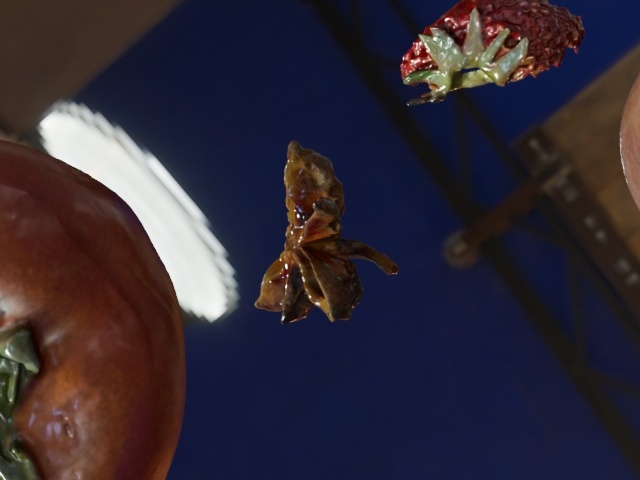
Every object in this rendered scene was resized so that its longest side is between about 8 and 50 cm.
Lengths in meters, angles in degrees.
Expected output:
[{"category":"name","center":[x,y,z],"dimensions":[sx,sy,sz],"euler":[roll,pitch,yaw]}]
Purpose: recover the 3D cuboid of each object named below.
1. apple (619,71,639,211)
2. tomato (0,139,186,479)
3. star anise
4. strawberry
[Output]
[{"category":"apple","center":[0.447,-0.125,1.990],"dimensions":[0.235,0.305,0.305],"euler":[57,-166,27]},{"category":"tomato","center":[-0.262,0.094,1.298],"dimensions":[0.341,0.341,0.273],"euler":[47,173,-16]},{"category":"star anise","center":[-0.006,0.002,2.045],"dimensions":[0.111,0.196,0.212],"euler":[-2,-110,-29]},{"category":"strawberry","center":[0.164,-0.204,1.893],"dimensions":[0.208,0.167,0.087],"euler":[-48,-53,-64]}]
